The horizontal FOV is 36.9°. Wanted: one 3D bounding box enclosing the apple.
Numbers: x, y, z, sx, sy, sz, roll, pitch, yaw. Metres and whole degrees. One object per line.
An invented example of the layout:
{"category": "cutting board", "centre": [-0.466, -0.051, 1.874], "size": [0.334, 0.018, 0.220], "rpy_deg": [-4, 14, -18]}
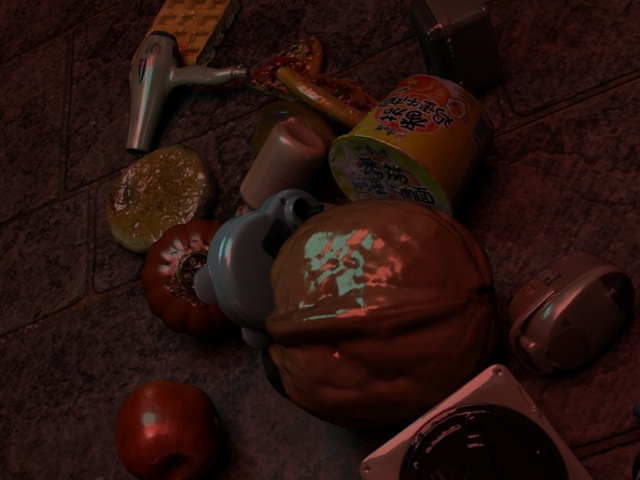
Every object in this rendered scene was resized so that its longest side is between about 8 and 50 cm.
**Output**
{"category": "apple", "centre": [-0.261, 0.326, 1.645], "size": [0.199, 0.199, 0.199], "rpy_deg": [-16, 51, 20]}

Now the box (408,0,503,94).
{"category": "box", "centre": [0.261, -0.377, 1.835], "size": [0.129, 0.210, 0.148], "rpy_deg": [-23, 48, 4]}

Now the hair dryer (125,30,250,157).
{"category": "hair dryer", "centre": [-0.343, -0.316, 2.206], "size": [0.298, 0.119, 0.295], "rpy_deg": [26, 86, 28]}

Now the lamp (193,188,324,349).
{"category": "lamp", "centre": [-0.087, 0.033, 1.679], "size": [0.284, 0.209, 0.147], "rpy_deg": [-50, 27, -14]}

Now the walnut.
{"category": "walnut", "centre": [0.092, 0.113, 1.491], "size": [0.381, 0.381, 0.381], "rpy_deg": [-16, 51, 20]}

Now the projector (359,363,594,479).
{"category": "projector", "centre": [0.226, 0.344, 1.332], "size": [0.259, 0.079, 0.257], "rpy_deg": [-37, 78, 2]}

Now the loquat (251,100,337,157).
{"category": "loquat", "centre": [-0.051, -0.208, 1.937], "size": [0.195, 0.152, 0.152], "rpy_deg": [14, 65, 28]}

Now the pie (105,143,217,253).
{"category": "pie", "centre": [-0.340, -0.086, 2.064], "size": [0.277, 0.078, 0.277], "rpy_deg": [-13, 57, 20]}

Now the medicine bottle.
{"category": "medicine bottle", "centre": [-0.092, -0.102, 1.848], "size": [0.252, 0.114, 0.114], "rpy_deg": [-57, 41, 26]}

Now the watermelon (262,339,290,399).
{"category": "watermelon", "centre": [-0.060, 0.221, 1.695], "size": [0.092, 0.075, 0.181], "rpy_deg": [-2, 42, -27]}

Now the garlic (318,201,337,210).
{"category": "garlic", "centre": [0.010, -0.007, 1.802], "size": [0.198, 0.090, 0.128], "rpy_deg": [9, 77, 27]}

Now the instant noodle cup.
{"category": "instant noodle cup", "centre": [0.171, -0.158, 1.704], "size": [0.264, 0.264, 0.200], "rpy_deg": [17, 59, 38]}

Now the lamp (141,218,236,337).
{"category": "lamp", "centre": [-0.222, 0.070, 1.790], "size": [0.223, 0.196, 0.223], "rpy_deg": [1, 81, -4]}

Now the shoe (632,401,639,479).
{"category": "shoe", "centre": [0.485, 0.255, 1.328], "size": [0.106, 0.091, 0.207], "rpy_deg": [5, 62, 59]}

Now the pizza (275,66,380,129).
{"category": "pizza", "centre": [0.050, -0.285, 1.929], "size": [0.292, 0.197, 0.058], "rpy_deg": [30, 115, 9]}

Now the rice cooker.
{"category": "rice cooker", "centre": [0.373, 0.108, 1.454], "size": [0.206, 0.145, 0.127], "rpy_deg": [-38, 35, 5]}

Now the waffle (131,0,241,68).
{"category": "waffle", "centre": [-0.336, -0.514, 2.383], "size": [0.221, 0.055, 0.247], "rpy_deg": [8, 63, 33]}

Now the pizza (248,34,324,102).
{"category": "pizza", "centre": [-0.084, -0.372, 2.134], "size": [0.193, 0.053, 0.201], "rpy_deg": [-15, 51, 20]}
